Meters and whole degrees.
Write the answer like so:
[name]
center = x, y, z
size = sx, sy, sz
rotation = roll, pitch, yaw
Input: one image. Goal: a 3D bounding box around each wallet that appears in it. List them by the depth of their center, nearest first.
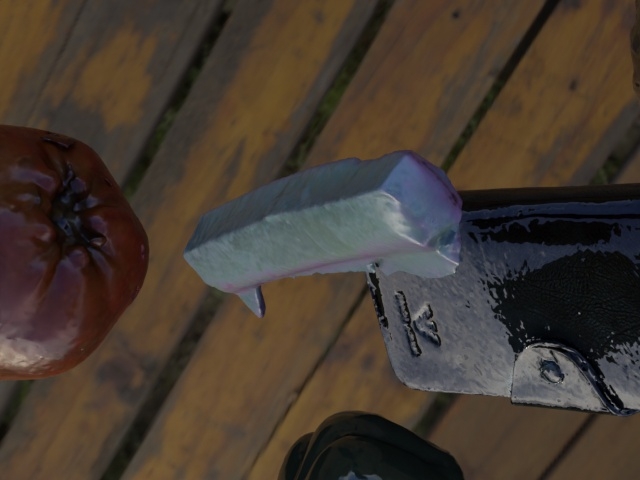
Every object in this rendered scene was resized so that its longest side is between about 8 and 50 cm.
[wallet]
center = 0.164, 0.041, 1.178
size = 0.318, 0.045, 0.172
rotation = 1, 111, 38

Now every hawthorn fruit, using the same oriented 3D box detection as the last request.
[hawthorn fruit]
center = -0.266, 0.027, 1.409
size = 0.211, 0.211, 0.299
rotation = 39, 149, -6

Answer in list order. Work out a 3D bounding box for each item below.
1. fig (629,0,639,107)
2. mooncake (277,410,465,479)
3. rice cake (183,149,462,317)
[fig]
center = 0.327, -0.128, 1.157
size = 0.286, 0.368, 0.286
rotation = 7, 104, 31
[mooncake]
center = 0.018, 0.197, 1.112
size = 0.104, 0.168, 0.175
rotation = 24, 131, -14
[rice cake]
center = -0.001, -0.002, 0.993
size = 0.081, 0.051, 0.290
rotation = 49, 155, -12
